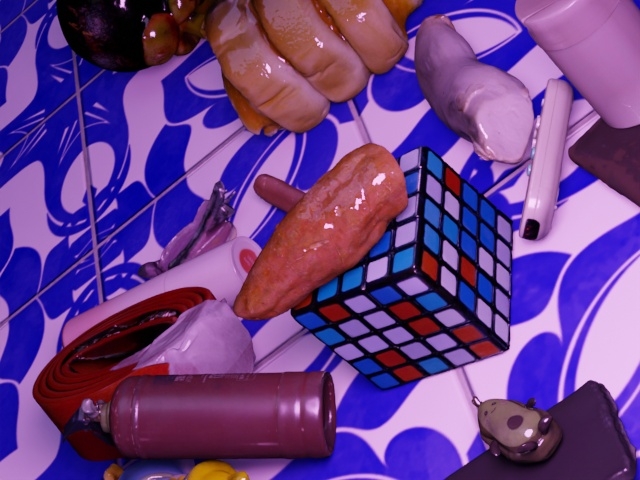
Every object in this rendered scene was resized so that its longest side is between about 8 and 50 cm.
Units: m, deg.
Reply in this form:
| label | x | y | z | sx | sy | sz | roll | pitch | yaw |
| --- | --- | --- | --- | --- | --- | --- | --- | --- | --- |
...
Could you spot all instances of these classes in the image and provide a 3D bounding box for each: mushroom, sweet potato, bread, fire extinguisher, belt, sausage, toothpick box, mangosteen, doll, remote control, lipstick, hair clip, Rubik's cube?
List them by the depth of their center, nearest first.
| label | x | y | z | sx | sy | sz | roll | pitch | yaw |
| --- | --- | --- | --- | --- | --- | --- | --- | --- | --- |
| sweet potato | 0.000 | 0.000 | 1.522 | 0.251 | 0.097 | 0.097 | -47 | 34 | 15 |
| toothpick box | 0.311 | -0.223 | 1.575 | 0.111 | 0.181 | 0.111 | -33 | 31 | 23 |
| Rubik's cube | 0.096 | 0.036 | 1.612 | 0.187 | 0.184 | 0.182 | -24 | 43 | 35 |
| remote control | 0.265 | -0.096 | 1.656 | 0.042 | 0.078 | 0.221 | 11 | 56 | 5 |
| fire extinguisher | -0.154 | 0.215 | 1.677 | 0.344 | 0.138 | 0.102 | -3 | 60 | 11 |
| doll | -0.174 | 0.312 | 1.712 | 0.241 | 0.098 | 0.135 | -12 | 13 | 44 |
| mushroom | 0.185 | -0.192 | 1.809 | 0.351 | 0.097 | 0.109 | -119 | 33 | -59 |
| belt | -0.226 | 0.173 | 1.840 | 0.324 | 0.115 | 0.227 | -19 | 25 | 37 |
| sausage | -0.037 | -0.056 | 1.969 | 0.043 | 0.043 | 0.186 | -53 | 34 | -6 |
| lipstick | -0.219 | 0.093 | 1.983 | 0.327 | 0.087 | 0.087 | -25 | 41 | 30 |
| hair clip | -0.178 | 0.003 | 2.069 | 0.187 | 0.056 | 0.146 | -57 | 36 | 2 |
| bread | -0.014 | -0.341 | 2.082 | 0.341 | 0.210 | 0.300 | -29 | 41 | 24 |
| mangosteen | -0.302 | -0.411 | 2.455 | 0.302 | 0.275 | 0.275 | 25 | 74 | 20 |

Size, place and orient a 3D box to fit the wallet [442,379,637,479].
| label | x | y | z | sx | sy | sz | roll | pitch | yaw |
| --- | --- | --- | --- | --- | --- | --- | --- | --- | --- |
| wallet | 0.187 | 0.260 | 1.430 | 0.285 | 0.030 | 0.146 | -38 | 30 | 17 |

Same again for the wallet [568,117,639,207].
| label | x | y | z | sx | sy | sz | roll | pitch | yaw |
| --- | --- | --- | --- | --- | --- | --- | --- | --- | --- |
| wallet | 0.399 | -0.092 | 1.527 | 0.165 | 0.042 | 0.309 | -45 | 31 | 2 |

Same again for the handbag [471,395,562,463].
| label | x | y | z | sx | sy | sz | roll | pitch | yaw |
| --- | --- | --- | --- | --- | --- | --- | --- | --- | --- |
| handbag | 0.192 | 0.189 | 1.428 | 0.072 | 0.047 | 0.111 | -51 | 32 | -11 |
